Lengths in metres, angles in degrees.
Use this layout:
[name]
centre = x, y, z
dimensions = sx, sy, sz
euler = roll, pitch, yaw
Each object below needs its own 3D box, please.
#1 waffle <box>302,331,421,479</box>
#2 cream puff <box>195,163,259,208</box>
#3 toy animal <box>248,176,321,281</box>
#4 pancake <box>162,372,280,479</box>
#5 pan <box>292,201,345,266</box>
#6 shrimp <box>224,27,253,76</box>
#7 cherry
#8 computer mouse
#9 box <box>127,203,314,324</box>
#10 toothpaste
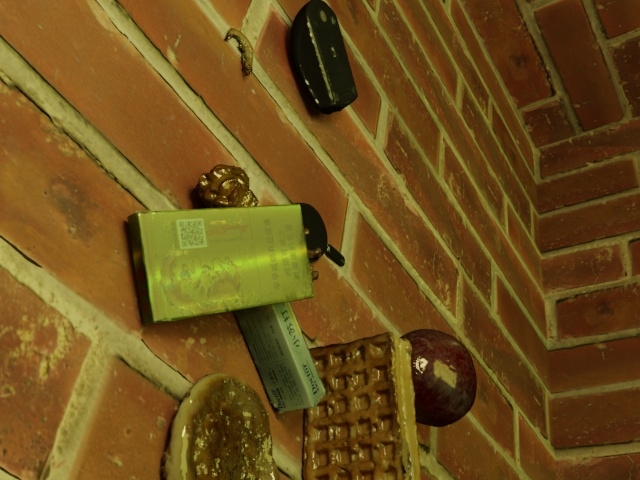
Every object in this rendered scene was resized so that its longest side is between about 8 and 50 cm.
[waffle]
centre = 0.076, 0.338, 1.372
dimensions = 0.091, 0.213, 0.307
euler = 39, 43, -51
[cream puff]
centre = -0.162, -0.083, 1.272
dimensions = 0.116, 0.094, 0.122
euler = 52, -7, -15
[toy animal]
centre = -0.089, -0.006, 1.414
dimensions = 0.275, 0.054, 0.149
euler = 38, 55, -38
[pancake]
centre = -0.152, 0.347, 1.140
dimensions = 0.282, 0.049, 0.282
euler = 40, 40, -45
[pan]
centre = 0.000, 0.000, 1.596
dimensions = 0.235, 0.028, 0.136
euler = 37, 46, -47
[shrimp]
centre = -0.170, -0.397, 1.509
dimensions = 0.083, 0.023, 0.114
euler = 28, 47, -49
[cherry]
centre = 0.255, 0.323, 1.710
dimensions = 0.300, 0.203, 0.230
euler = 19, 60, -40
[computer mouse]
centre = -0.006, -0.438, 1.735
dimensions = 0.170, 0.100, 0.269
euler = -32, 108, -56
[box]
centre = -0.154, 0.031, 1.181
dimensions = 0.311, 0.043, 0.172
euler = -6, 84, -39
[toothpaste]
centre = -0.090, 0.160, 1.300
dimensions = 0.312, 0.089, 0.071
euler = 69, 24, -8
